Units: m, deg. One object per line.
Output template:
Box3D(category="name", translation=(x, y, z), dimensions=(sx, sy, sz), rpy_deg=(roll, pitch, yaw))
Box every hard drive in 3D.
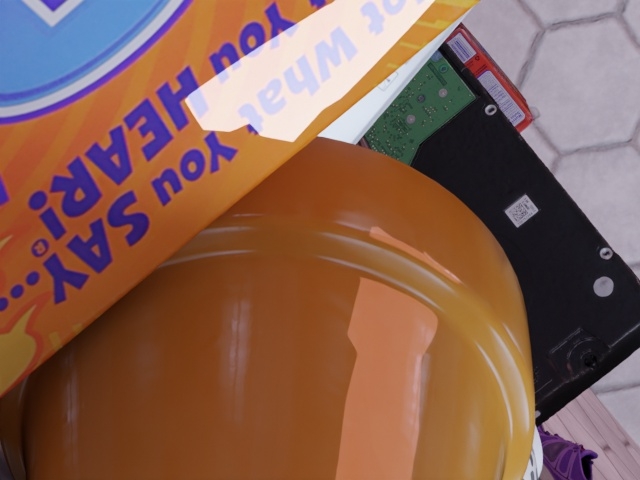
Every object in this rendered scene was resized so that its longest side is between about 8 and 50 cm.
Box3D(category="hard drive", translation=(0.115, 0.014, 1.484), dimensions=(0.339, 0.237, 0.064), rpy_deg=(54, 8, 27))

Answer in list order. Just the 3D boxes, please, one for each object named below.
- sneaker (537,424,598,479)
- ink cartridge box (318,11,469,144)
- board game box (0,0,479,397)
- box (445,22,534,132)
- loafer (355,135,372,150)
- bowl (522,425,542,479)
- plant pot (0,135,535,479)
Box3D(category="sneaker", translation=(0.276, 0.248, 1.904), dimensions=(0.068, 0.071, 0.170), rpy_deg=(42, 11, -48))
Box3D(category="ink cartridge box", translation=(-0.026, -0.135, 1.226), dimensions=(0.060, 0.275, 0.239), rpy_deg=(35, 10, -33))
Box3D(category="board game box", translation=(-0.165, -0.218, 0.544), dimensions=(0.356, 0.356, 0.356), rpy_deg=(43, 12, -44))
Box3D(category="box", translation=(0.085, -0.104, 1.766), dimensions=(0.128, 0.257, 0.122), rpy_deg=(50, 10, -9))
Box3D(category="loafer", translation=(0.000, 0.000, 1.232), dimensions=(0.078, 0.080, 0.220), rpy_deg=(7, 73, -63))
Box3D(category="bowl", translation=(0.081, 0.129, 1.011), dimensions=(0.170, 0.080, 0.170), rpy_deg=(38, -41, 44))
Box3D(category="plant pot", translation=(-0.021, 0.097, 0.592), dimensions=(0.205, 0.205, 0.188), rpy_deg=(47, 25, -28))
